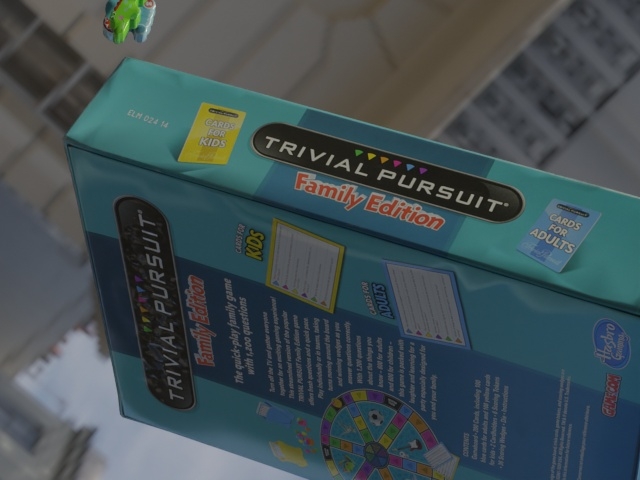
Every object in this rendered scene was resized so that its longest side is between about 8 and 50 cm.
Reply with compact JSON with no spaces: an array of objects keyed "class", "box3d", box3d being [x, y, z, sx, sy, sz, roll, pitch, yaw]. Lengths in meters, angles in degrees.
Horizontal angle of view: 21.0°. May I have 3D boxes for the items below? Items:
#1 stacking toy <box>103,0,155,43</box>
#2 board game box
[{"class":"stacking toy","box3d":[-0.170,-0.241,1.605,0.167,0.052,0.221,106,-1,-64]},{"class":"board game box","box3d":[0.034,0.049,0.992,0.254,0.336,0.079,87,26,-48]}]
